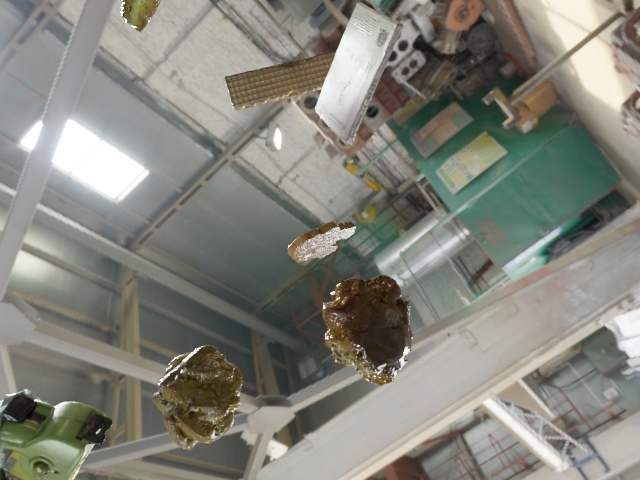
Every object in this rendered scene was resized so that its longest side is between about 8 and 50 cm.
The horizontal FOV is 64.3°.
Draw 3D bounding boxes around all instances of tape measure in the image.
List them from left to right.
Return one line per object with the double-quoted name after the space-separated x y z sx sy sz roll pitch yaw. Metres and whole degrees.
-0.416 0.303 0.726 0.175 0.200 0.106 29 -158 -8 "tape measure"

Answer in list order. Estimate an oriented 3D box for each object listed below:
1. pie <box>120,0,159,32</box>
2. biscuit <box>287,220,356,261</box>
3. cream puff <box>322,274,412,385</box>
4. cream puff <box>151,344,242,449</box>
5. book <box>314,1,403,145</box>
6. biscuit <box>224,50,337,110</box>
-0.450 -0.704 1.308 0.103 0.355 0.288 7 -113 -32 "pie"
-0.003 0.002 1.279 0.040 0.144 0.236 50 -157 20 "biscuit"
0.115 0.206 1.173 0.155 0.241 0.269 9 109 55 "cream puff"
-0.309 0.387 1.277 0.196 0.244 0.244 57 -167 -18 "cream puff"
0.050 -0.250 0.760 0.014 0.181 0.127 5 -147 -33 "book"
-0.064 -0.429 1.350 0.054 0.379 0.094 -151 44 -68 "biscuit"
